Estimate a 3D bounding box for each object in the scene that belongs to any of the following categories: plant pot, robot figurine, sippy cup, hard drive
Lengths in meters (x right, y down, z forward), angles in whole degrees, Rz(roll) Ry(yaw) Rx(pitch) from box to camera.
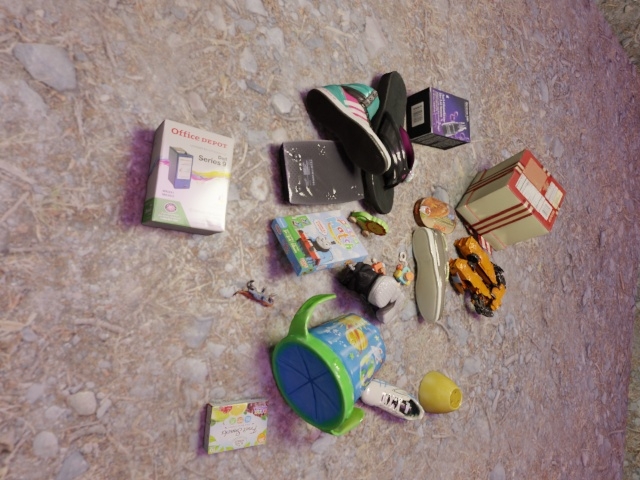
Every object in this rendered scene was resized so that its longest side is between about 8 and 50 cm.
[{"bbox_3d":[0.397,0.498,1.311,0.134,0.095,0.135,2,86,-36],"label":"plant pot"},{"bbox_3d":[0.564,0.135,1.461,0.291,0.085,0.211,50,62,-22],"label":"robot figurine"},{"bbox_3d":[0.038,0.297,1.006,0.224,0.240,0.306,-25,140,-45],"label":"sippy cup"},{"bbox_3d":[0.004,-0.181,1.102,0.254,0.054,0.172,-8,92,-36],"label":"hard drive"}]

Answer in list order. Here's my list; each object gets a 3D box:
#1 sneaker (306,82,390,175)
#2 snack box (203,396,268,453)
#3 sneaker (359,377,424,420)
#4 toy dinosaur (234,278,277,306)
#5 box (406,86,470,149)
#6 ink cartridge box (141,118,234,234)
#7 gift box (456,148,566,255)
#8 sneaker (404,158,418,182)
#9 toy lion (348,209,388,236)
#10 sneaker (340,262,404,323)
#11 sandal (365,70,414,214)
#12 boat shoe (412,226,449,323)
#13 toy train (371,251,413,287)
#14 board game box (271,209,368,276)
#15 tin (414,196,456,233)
[{"bbox_3d":[0.116,-0.321,1.118,0.178,0.124,0.296,-36,82,-35],"label":"sneaker"},{"bbox_3d":[-0.191,0.420,0.934,0.141,0.037,0.101,8,84,-35],"label":"snack box"},{"bbox_3d":[0.211,0.466,1.188,0.237,0.086,0.085,30,72,-29],"label":"sneaker"},{"bbox_3d":[-0.150,0.135,0.994,0.090,0.047,0.082,-25,114,0],"label":"toy dinosaur"},{"bbox_3d":[0.395,-0.401,1.362,0.206,0.108,0.153,0,86,-35],"label":"box"},{"bbox_3d":[-0.281,-0.128,0.874,0.154,0.093,0.213,10,79,-34],"label":"ink cartridge box"},{"bbox_3d":[0.666,-0.113,1.440,0.276,0.258,0.255,49,59,-6],"label":"gift box"},{"bbox_3d":[0.273,-0.238,1.310,0.069,0.038,0.098,37,58,-26],"label":"sneaker"},{"bbox_3d":[0.143,-0.048,1.166,0.100,0.096,0.034,42,65,-25],"label":"toy lion"},{"bbox_3d":[0.147,0.139,1.155,0.101,0.153,0.269,-48,150,-11],"label":"sneaker"},{"bbox_3d":[0.218,-0.299,1.206,0.167,0.106,0.447,20,74,-52],"label":"sandal"},{"bbox_3d":[0.365,0.108,1.307,0.091,0.109,0.306,0,83,-31],"label":"boat shoe"},{"bbox_3d":[0.226,0.099,1.246,0.166,0.046,0.125,-19,98,-34],"label":"toy train"},{"bbox_3d":[0.000,0.000,1.048,0.211,0.039,0.160,-10,57,-36],"label":"board game box"},{"bbox_3d":[0.390,-0.082,1.382,0.189,0.040,0.106,16,74,-33],"label":"tin"}]
